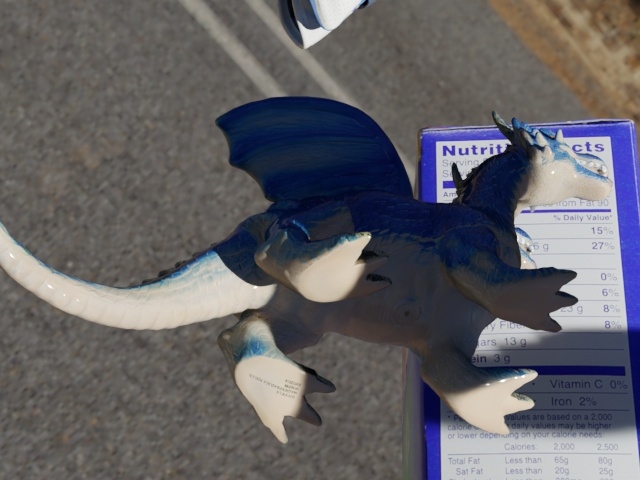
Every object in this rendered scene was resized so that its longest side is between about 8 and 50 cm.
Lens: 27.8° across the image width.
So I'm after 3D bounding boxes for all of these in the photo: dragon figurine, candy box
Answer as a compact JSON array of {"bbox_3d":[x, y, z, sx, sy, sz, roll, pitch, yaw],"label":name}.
[{"bbox_3d":[0.000,0.000,0.497,0.289,0.085,0.144,2,29,-24],"label":"dragon figurine"},{"bbox_3d":[0.104,0.136,0.692,0.268,0.122,0.317,84,7,-62],"label":"candy box"}]

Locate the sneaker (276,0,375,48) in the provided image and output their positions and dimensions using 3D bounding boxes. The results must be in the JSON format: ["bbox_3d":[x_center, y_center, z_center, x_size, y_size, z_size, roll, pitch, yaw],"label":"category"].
[{"bbox_3d":[0.066,-0.239,1.050,0.323,0.236,0.130,32,0,-35],"label":"sneaker"}]
